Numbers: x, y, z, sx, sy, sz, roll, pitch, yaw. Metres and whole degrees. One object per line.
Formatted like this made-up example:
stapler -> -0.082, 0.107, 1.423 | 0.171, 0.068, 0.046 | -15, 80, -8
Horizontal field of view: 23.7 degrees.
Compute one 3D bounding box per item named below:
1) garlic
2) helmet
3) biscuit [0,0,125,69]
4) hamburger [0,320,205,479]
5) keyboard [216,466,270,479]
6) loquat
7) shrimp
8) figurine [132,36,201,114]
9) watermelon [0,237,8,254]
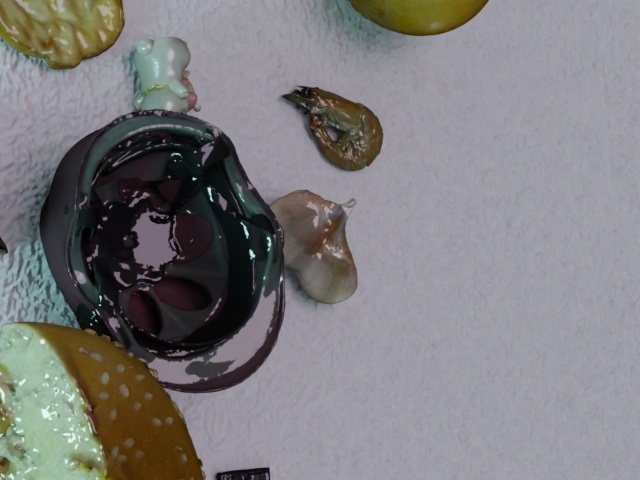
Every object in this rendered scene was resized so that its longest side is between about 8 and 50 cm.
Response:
garlic -> -0.003, 0.005, 2.052 | 0.124, 0.099, 0.174 | -39, 105, -22
helmet -> -0.203, 0.014, 1.822 | 0.271, 0.197, 0.338 | -32, 106, -30
biscuit -> -0.337, -0.339, 1.900 | 0.203, 0.041, 0.260 | -6, 83, -36
hamburger -> -0.249, 0.286, 1.666 | 0.287, 0.268, 0.446 | -12, 87, -58
keyboard -> -0.085, 0.417, 1.940 | 0.087, 0.017, 0.251 | 0, 79, -37
loquat -> 0.135, -0.414, 2.145 | 0.263, 0.263, 0.263 | 10, 74, -37
shrimp -> 0.016, -0.162, 2.145 | 0.180, 0.041, 0.099 | 29, 78, -32
figurine -> -0.187, -0.185, 1.954 | 0.098, 0.081, 0.146 | -5, 83, -39
watermelon -> -0.411, -0.050, 1.705 | 0.202, 0.207, 0.136 | 3, 104, -54
